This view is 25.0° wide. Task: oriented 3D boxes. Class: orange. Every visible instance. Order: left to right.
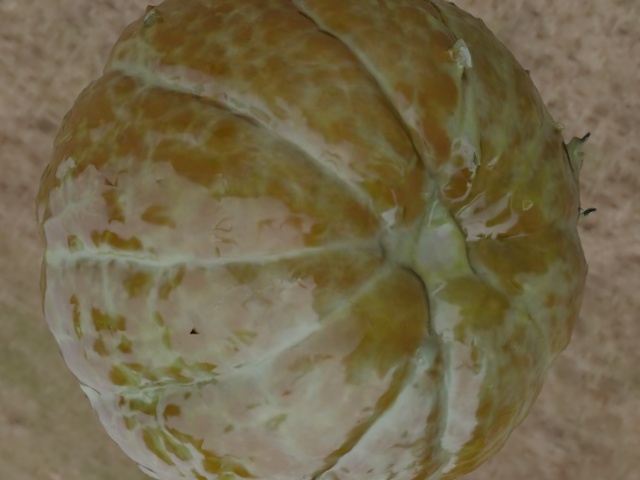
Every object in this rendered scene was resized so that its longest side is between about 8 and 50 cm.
[{"bbox_3d":[0.000,0.000,0.830,0.329,0.329,0.249,40,157,-25],"label":"orange"}]
